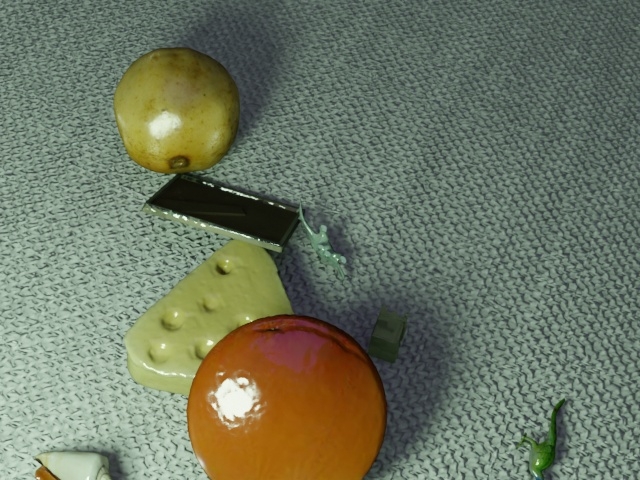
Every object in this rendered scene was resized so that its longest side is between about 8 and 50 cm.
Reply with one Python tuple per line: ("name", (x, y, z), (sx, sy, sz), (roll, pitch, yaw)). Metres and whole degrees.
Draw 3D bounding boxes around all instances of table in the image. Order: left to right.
("table", (0.141, 0.194, 1.920), (0.062, 0.079, 0.083), (18, 53, 8))

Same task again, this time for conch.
("conch", (-0.452, 0.427, 1.676), (0.176, 0.094, 0.104), (12, 93, 7))

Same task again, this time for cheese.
("cheese", (-0.217, 0.196, 1.861), (0.384, 0.104, 0.384), (4, 53, -5))

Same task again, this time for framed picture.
("framed picture", (-0.206, -0.067, 2.038), (0.315, 0.024, 0.232), (18, 24, 6))

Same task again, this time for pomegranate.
("pomegranate", (-0.327, -0.288, 2.107), (0.307, 0.307, 0.307), (3, 54, -4))

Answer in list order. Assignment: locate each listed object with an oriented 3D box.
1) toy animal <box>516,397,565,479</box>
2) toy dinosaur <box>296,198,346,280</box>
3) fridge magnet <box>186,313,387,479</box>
("toy animal", (0.433, 0.390, 1.836), (0.075, 0.041, 0.217), (20, 50, 6))
("toy dinosaur", (-0.002, 0.001, 2.036), (0.039, 0.082, 0.209), (-28, 80, -16))
("fridge magnet", (-0.060, 0.312, 1.680), (0.363, 0.155, 0.363), (0, 94, -4))
